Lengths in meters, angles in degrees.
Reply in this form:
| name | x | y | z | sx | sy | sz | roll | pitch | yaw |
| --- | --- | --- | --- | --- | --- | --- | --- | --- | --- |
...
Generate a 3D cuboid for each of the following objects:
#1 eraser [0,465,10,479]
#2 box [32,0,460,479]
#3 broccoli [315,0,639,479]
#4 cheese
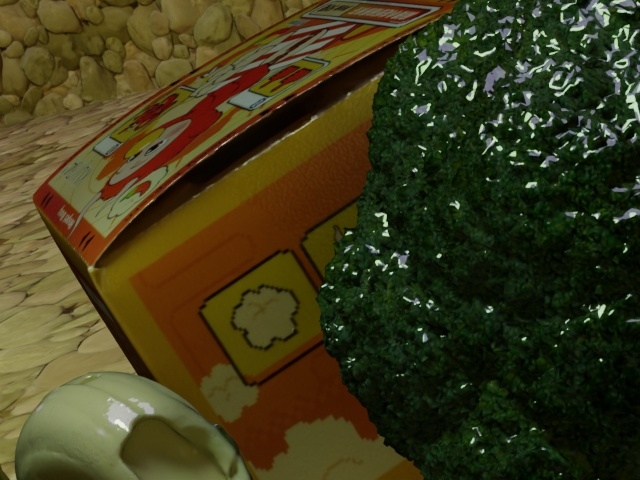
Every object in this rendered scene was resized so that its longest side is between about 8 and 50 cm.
| name | x | y | z | sx | sy | sz | roll | pitch | yaw |
| --- | --- | --- | --- | --- | --- | --- | --- | --- | --- |
| eraser | -0.174 | 0.140 | 0.862 | 0.069 | 0.158 | 0.226 | -22 | -4 | -4 |
| box | 0.000 | 0.000 | 1.117 | 0.259 | 0.214 | 0.283 | -35 | 16 | -7 |
| broccoli | 0.164 | 0.008 | 0.885 | 0.303 | 0.321 | 0.283 | 5 | -7 | 38 |
| cheese | -0.108 | 0.141 | 0.996 | 0.064 | 0.137 | 0.227 | -40 | 2 | -31 |
